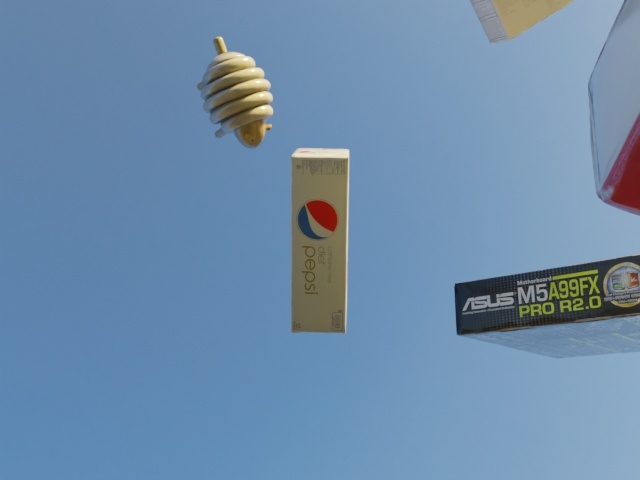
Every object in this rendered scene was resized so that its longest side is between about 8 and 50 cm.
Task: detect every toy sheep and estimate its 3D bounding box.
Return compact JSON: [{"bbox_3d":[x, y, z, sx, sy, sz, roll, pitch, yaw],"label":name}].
[{"bbox_3d":[-0.099,-0.169,0.909,0.091,0.091,0.132,-26,-84,-17],"label":"toy sheep"}]

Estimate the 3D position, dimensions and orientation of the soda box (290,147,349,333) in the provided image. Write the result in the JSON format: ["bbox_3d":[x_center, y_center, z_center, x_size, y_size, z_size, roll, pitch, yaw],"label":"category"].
[{"bbox_3d":[0.000,0.000,0.957,0.069,0.074,0.216,2,-76,2],"label":"soda box"}]

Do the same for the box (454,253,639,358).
[{"bbox_3d":[0.308,0.082,0.881,0.270,0.216,0.060,18,-114,-48],"label":"box"}]

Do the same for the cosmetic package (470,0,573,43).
[{"bbox_3d":[0.313,-0.366,1.063,0.239,0.060,0.099,-32,-74,-10],"label":"cosmetic package"}]

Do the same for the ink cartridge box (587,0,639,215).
[{"bbox_3d":[0.288,-0.085,0.291,0.306,0.131,0.226,18,-55,2],"label":"ink cartridge box"}]
